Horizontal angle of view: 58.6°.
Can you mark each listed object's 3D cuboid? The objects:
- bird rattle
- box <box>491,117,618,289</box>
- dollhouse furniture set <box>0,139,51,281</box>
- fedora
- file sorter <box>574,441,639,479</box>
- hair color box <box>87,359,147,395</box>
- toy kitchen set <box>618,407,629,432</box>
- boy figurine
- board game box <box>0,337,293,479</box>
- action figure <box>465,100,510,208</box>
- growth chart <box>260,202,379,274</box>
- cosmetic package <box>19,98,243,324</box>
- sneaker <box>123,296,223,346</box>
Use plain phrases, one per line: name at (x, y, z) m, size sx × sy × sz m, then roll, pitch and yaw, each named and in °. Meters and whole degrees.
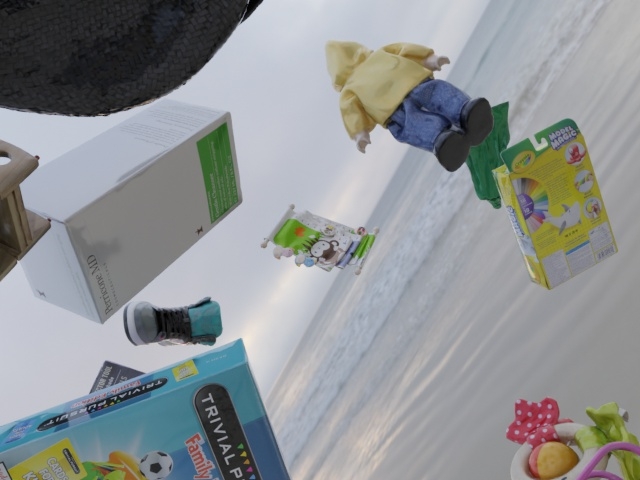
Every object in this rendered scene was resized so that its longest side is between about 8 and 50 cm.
bird rattle at (0.403, 0.353, 0.968) m, size 0.207 × 0.143 × 0.254 m, roll -36°, pitch 14°, yaw -31°
box at (0.273, -0.044, 0.671) m, size 0.105 × 0.179 × 0.043 m, roll -27°, pitch 19°, yaw -8°
dollhouse furniture set at (-0.425, -0.051, 0.635) m, size 0.129 × 0.184 × 0.128 m, roll 115°, pitch -179°, yaw -51°
fedora at (-0.165, -0.181, 0.365) m, size 0.334 × 0.335 × 0.152 m, roll 116°, pitch 144°, yaw -49°
file sorter at (0.269, 0.357, 0.541) m, size 0.202 × 0.182 × 0.290 m, roll -34°, pitch -36°, yaw -26°
hair color box at (-0.384, 0.372, 1.126) m, size 0.338 × 0.110 × 0.185 m, roll 104°, pitch -177°, yaw -65°
toy kitchen set at (0.650, 0.407, 1.212) m, size 0.068 × 0.075 × 0.083 m, roll -52°, pitch -6°, yaw -2°
boy figurine at (0.098, -0.205, 0.819) m, size 0.177 × 0.285 × 0.092 m, roll -52°, pitch -34°, yaw 1°
board game box at (-0.213, 0.299, 0.694) m, size 0.336 × 0.253 × 0.079 m, roll -19°, pitch 17°, yaw -8°
action figure at (0.368, -0.176, 1.263) m, size 0.063 × 0.137 × 0.232 m, roll -102°, pitch -5°, yaw -72°
growth chart at (0.000, 0.000, 1.262) m, size 0.021 × 0.238 × 0.171 m, roll 103°, pitch -174°, yaw -49°
cosmetic package at (-0.298, -0.066, 0.922) m, size 0.365 × 0.155 × 0.196 m, roll -51°, pitch -32°, yaw -43°
sneaker at (-0.325, 0.194, 1.341) m, size 0.295 × 0.179 × 0.123 m, roll 57°, pitch -157°, yaw -76°
